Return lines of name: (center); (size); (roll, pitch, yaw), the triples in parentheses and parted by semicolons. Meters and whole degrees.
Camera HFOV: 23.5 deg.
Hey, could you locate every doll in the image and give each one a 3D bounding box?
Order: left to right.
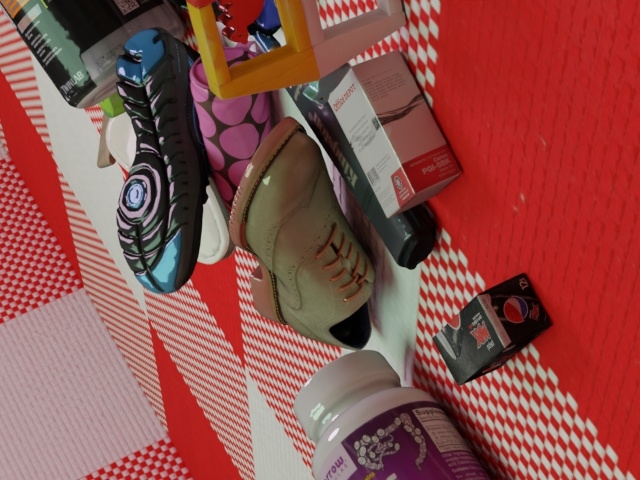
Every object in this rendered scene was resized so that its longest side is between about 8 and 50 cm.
doll: (-0.062, -0.254, 1.676); (0.129, 0.046, 0.189); (68, 163, -3)

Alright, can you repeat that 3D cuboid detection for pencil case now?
pencil case: (-0.094, -0.136, 1.868); (0.095, 0.098, 0.209); (8, 136, 16)

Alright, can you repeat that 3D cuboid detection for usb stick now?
usb stick: (0.036, -0.093, 1.600); (0.278, 0.045, 0.077); (59, 163, 24)

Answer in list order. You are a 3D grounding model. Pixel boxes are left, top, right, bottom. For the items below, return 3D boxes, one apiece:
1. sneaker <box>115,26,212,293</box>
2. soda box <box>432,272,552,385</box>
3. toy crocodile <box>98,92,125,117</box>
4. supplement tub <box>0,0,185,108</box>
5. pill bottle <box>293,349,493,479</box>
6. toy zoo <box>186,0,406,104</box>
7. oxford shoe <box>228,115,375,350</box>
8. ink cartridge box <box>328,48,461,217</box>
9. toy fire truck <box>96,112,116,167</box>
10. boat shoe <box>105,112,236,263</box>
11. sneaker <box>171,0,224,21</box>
sneaker: (-0.171, -0.096, 1.929); (0.125, 0.139, 0.341); (-12, 71, 36)
soda box: (0.159, 0.087, 1.456); (0.060, 0.053, 0.169); (62, 163, 11)
toy crocodile: (-0.289, -0.293, 2.204); (0.341, 0.115, 0.105); (66, 159, -7)
supplement tub: (-0.340, -0.352, 2.056); (0.316, 0.193, 0.193); (56, 164, -3)
pill bottle: (0.094, 0.272, 1.711); (0.301, 0.169, 0.169); (54, 160, 32)
toy zoo: (-0.030, -0.248, 1.332); (0.030, 0.192, 0.293); (42, 150, 53)
oxford shoe: (0.000, 0.000, 1.714); (0.146, 0.140, 0.397); (30, 162, 19)
ink cartridge box: (0.069, -0.101, 1.466); (0.135, 0.056, 0.099); (64, 163, 5)
toy fire truck: (-0.333, -0.253, 2.369); (0.246, 0.158, 0.217); (57, 165, -14)
boat shoe: (-0.203, -0.084, 2.269); (0.109, 0.091, 0.305); (-52, 59, 23)
sneaker: (-0.147, -0.317, 1.779); (0.152, 0.084, 0.058); (63, 163, 10)
